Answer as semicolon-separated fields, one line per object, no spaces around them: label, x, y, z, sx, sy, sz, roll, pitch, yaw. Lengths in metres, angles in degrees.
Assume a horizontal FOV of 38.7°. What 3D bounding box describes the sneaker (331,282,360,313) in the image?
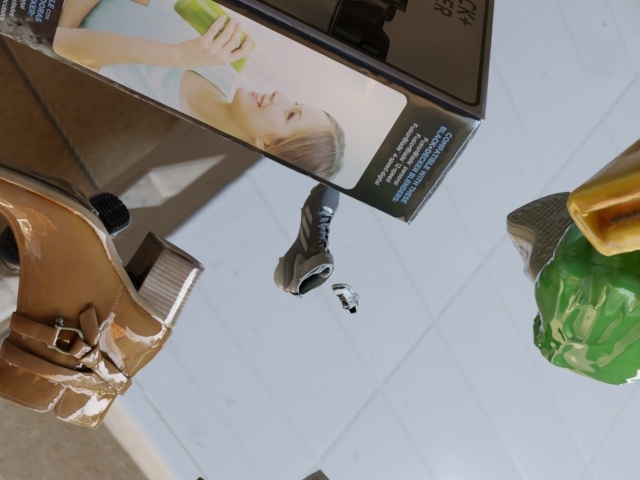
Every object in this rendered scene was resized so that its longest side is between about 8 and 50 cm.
sneaker;0.048;0.107;1.669;0.083;0.032;0.036;40;48;-45

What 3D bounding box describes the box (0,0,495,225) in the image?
box;-0.046;-0.146;0.525;0.290;0.087;0.169;26;42;-8

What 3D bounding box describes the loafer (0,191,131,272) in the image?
loafer;-0.340;0.002;1.202;0.080;0.078;0.220;54;32;7

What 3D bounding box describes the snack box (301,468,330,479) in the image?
snack box;-0.079;0.496;1.366;0.322;0.187;0.060;-26;128;-21

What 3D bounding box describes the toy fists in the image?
toy fists;0.295;0.055;0.653;0.279;0.142;0.096;16;63;5

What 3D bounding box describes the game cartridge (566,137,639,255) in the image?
game cartridge;0.317;-0.118;0.472;0.324;0.285;0.052;-39;94;-18

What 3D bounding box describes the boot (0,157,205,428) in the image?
boot;-0.285;0.055;0.939;0.283;0.109;0.220;33;92;-30

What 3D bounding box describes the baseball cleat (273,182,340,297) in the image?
baseball cleat;0.000;0.000;1.514;0.072;0.109;0.205;25;89;-45

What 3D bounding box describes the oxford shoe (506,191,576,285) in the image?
oxford shoe;0.354;0.034;1.218;0.169;0.449;0.130;-21;100;4

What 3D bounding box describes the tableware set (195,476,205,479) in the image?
tableware set;-0.214;0.394;1.304;0.024;0.154;0.104;44;20;0
